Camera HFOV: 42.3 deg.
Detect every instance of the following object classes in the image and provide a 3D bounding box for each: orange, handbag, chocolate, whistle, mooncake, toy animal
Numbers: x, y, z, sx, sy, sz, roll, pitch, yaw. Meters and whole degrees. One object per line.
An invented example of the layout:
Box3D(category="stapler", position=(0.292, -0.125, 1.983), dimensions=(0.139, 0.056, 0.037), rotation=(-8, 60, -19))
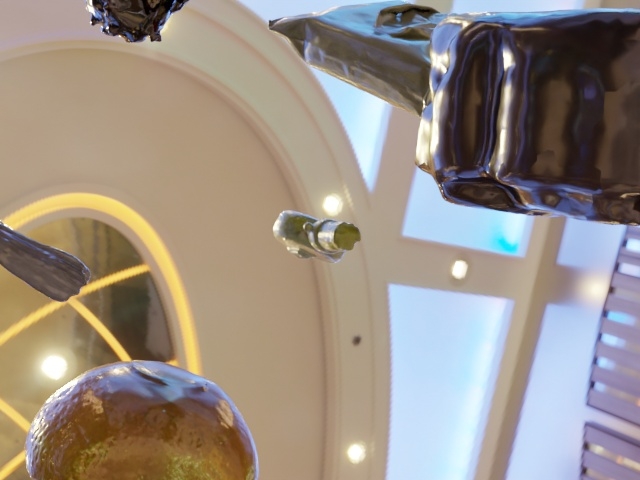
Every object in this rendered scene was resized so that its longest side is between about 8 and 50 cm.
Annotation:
Box3D(category="orange", position=(-0.242, 0.286, 1.203), dimensions=(0.335, 0.262, 0.196), rotation=(22, -73, -18))
Box3D(category="handbag", position=(0.118, -0.270, 1.186), dimensions=(0.253, 0.316, 0.109), rotation=(-23, -50, -38))
Box3D(category="chocolate", position=(-0.191, -0.254, 0.806), dimensions=(0.156, 0.156, 0.133), rotation=(34, -132, -37))
Box3D(category="whistle", position=(0.000, 0.000, 1.094), dimensions=(0.104, 0.198, 0.057), rotation=(27, -96, -18))
Box3D(category="mooncake", position=(0.272, -0.122, 0.793), dimensions=(0.351, 0.381, 0.212), rotation=(-3, -79, -37))
Box3D(category="toy animal", position=(-0.385, -0.068, 0.721), dimensions=(0.081, 0.367, 0.206), rotation=(-48, -10, 32))
